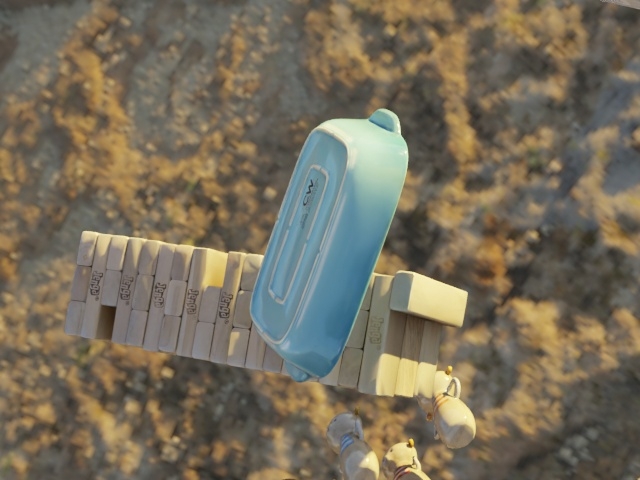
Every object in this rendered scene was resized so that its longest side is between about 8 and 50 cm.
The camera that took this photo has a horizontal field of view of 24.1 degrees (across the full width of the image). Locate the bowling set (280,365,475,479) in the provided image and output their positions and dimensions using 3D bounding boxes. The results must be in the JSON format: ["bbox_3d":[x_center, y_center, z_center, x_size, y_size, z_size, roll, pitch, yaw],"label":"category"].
[{"bbox_3d":[0.036,0.257,1.622,0.154,0.199,0.287,-116,44,-69],"label":"bowling set"}]

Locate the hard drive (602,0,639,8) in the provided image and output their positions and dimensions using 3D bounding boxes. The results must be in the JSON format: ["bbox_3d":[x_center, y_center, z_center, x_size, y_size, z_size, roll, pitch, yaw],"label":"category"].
[{"bbox_3d":[0.261,-0.297,1.565,0.236,0.339,0.064,16,99,15],"label":"hard drive"}]

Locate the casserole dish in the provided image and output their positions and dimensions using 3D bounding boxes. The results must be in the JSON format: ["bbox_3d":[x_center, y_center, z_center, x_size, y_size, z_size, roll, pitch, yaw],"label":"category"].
[{"bbox_3d":[0.000,0.000,0.975,0.188,0.037,0.114,-70,24,8],"label":"casserole dish"}]

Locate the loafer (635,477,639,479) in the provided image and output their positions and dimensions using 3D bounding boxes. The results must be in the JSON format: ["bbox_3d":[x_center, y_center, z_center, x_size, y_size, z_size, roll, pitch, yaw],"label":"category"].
[{"bbox_3d":[0.163,0.166,0.626,0.133,0.130,0.366,25,69,36],"label":"loafer"}]

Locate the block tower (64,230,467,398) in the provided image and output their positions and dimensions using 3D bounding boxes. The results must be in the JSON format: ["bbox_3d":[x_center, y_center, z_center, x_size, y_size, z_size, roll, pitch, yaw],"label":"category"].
[{"bbox_3d":[-0.057,0.058,1.197,0.335,0.091,0.097,5,84,32],"label":"block tower"}]
